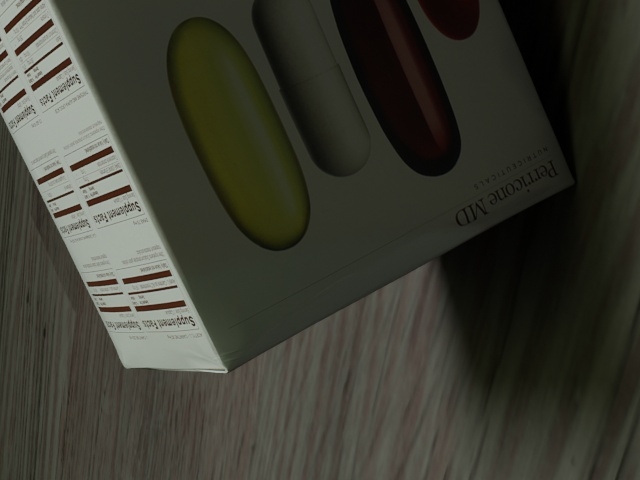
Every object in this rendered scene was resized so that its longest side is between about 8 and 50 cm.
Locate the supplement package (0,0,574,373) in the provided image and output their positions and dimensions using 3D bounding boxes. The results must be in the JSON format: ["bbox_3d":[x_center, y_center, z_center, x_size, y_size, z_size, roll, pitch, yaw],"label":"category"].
[{"bbox_3d":[-0.031,-0.072,0.611,0.203,0.194,0.149,65,156,-7],"label":"supplement package"}]
